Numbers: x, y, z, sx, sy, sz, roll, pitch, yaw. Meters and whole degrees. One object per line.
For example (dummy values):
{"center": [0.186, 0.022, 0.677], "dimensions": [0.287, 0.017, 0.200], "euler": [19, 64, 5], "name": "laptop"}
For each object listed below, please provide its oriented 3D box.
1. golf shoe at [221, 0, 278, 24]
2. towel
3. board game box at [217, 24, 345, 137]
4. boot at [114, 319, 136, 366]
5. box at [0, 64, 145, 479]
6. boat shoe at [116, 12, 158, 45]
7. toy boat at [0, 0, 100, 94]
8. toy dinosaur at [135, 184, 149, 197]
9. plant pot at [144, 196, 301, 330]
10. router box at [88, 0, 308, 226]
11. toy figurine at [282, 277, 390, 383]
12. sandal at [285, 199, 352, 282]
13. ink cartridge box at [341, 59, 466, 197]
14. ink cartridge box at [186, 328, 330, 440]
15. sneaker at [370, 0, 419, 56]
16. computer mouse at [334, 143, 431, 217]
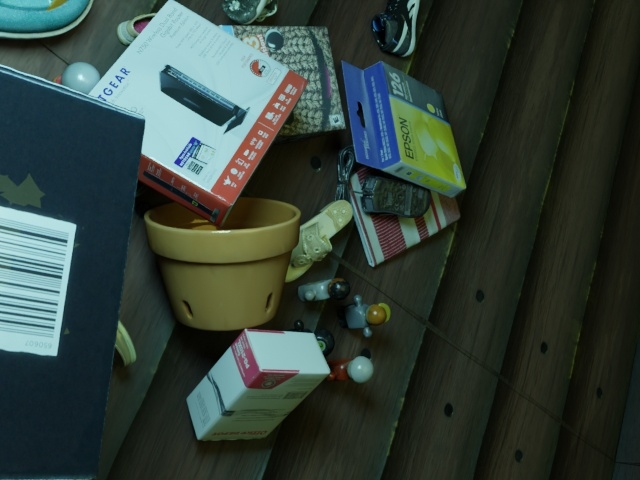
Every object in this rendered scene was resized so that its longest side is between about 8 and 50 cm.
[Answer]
{"center": [-0.129, -0.510, 1.712], "dimensions": [0.120, 0.105, 0.273], "euler": [56, 23, -35], "name": "golf shoe"}
{"center": [0.206, -0.102, 2.046], "dimensions": [0.329, 0.037, 0.237], "euler": [-27, 104, -34], "name": "towel"}
{"center": [-0.114, -0.323, 1.729], "dimensions": [0.291, 0.141, 0.232], "euler": [-14, 94, -42], "name": "board game box"}
{"center": [-0.435, 0.170, 1.425], "dimensions": [0.165, 0.077, 0.213], "euler": [-44, 108, -37], "name": "boot"}
{"center": [-0.502, 0.059, 1.113], "dimensions": [0.297, 0.472, 0.480], "euler": [16, 74, -41], "name": "box"}
{"center": [-0.316, -0.418, 1.617], "dimensions": [0.170, 0.059, 0.063], "euler": [-24, 100, -41], "name": "boat shoe"}
{"center": [-0.476, -0.385, 1.410], "dimensions": [0.267, 0.148, 0.318], "euler": [-28, 103, -40], "name": "toy boat"}
{"center": [-0.307, -0.207, 1.583], "dimensions": [0.160, 0.121, 0.313], "euler": [39, 64, -17], "name": "toy dinosaur"}
{"center": [-0.183, 0.043, 1.553], "dimensions": [0.291, 0.291, 0.203], "euler": [-13, 111, -42], "name": "plant pot"}
{"center": [-0.225, -0.232, 1.455], "dimensions": [0.301, 0.082, 0.335], "euler": [30, 56, -5], "name": "router box"}
{"center": [0.037, 0.194, 1.793], "dimensions": [0.213, 0.148, 0.209], "euler": [39, 61, -31], "name": "toy figurine"}
{"center": [-0.004, -0.005, 1.796], "dimensions": [0.240, 0.079, 0.088], "euler": [-46, 110, -21], "name": "sandal"}
{"center": [0.200, -0.278, 1.960], "dimensions": [0.307, 0.072, 0.303], "euler": [19, 52, -38], "name": "ink cartridge box"}
{"center": [-0.124, 0.281, 1.578], "dimensions": [0.172, 0.237, 0.100], "euler": [10, 43, -41], "name": "ink cartridge box"}
{"center": [0.184, -0.582, 2.068], "dimensions": [0.121, 0.079, 0.217], "euler": [3, 84, -43], "name": "sneaker"}
{"center": [0.141, -0.144, 1.943], "dimensions": [0.262, 0.060, 0.184], "euler": [-2, 94, -25], "name": "computer mouse"}
